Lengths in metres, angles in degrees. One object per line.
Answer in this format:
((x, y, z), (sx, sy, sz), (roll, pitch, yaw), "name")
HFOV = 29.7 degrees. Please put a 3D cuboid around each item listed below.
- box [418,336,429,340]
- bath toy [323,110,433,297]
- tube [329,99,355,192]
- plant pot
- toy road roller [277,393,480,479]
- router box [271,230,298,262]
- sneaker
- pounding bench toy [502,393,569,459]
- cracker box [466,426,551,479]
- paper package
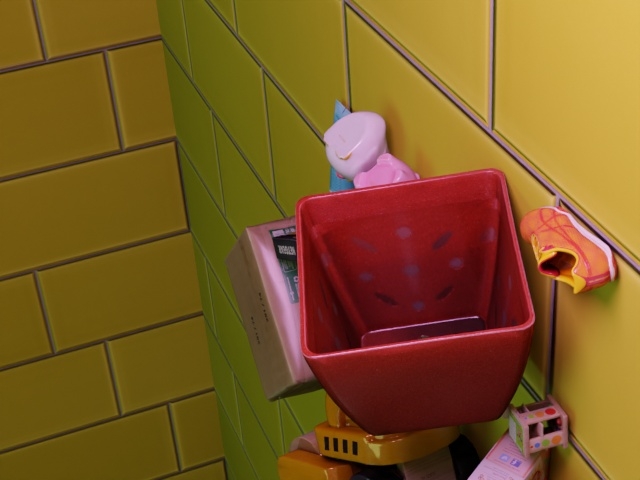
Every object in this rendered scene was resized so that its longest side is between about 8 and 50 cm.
((0.143, 0.125, 1.921), (0.231, 0.056, 0.183), (90, 157, -44), "box")
((0.106, -0.042, 1.784), (0.129, 0.151, 0.348), (38, -160, -50), "bath toy")
((0.039, -0.132, 2.069), (0.080, 0.052, 0.207), (-135, 38, -53), "tube")
((0.122, 0.100, 1.522), (0.235, 0.267, 0.267), (77, -173, -45), "plant pot")
((0.078, 0.291, 1.879), (0.329, 0.202, 0.240), (-3, 102, 56), "toy road roller")
((0.000, 0.000, 2.162), (0.179, 0.133, 0.046), (-176, 71, -73), "router box")
((0.265, 0.006, 1.362), (0.175, 0.067, 0.064), (-136, 32, -65), "sneaker")
((0.274, 0.227, 1.539), (0.083, 0.065, 0.052), (-121, 21, -59), "pounding bench toy")
((0.218, 0.373, 1.574), (0.067, 0.232, 0.155), (21, 133, 28), "cracker box")
((-0.051, 0.135, 2.409), (0.309, 0.168, 0.324), (134, 120, -71), "paper package")
